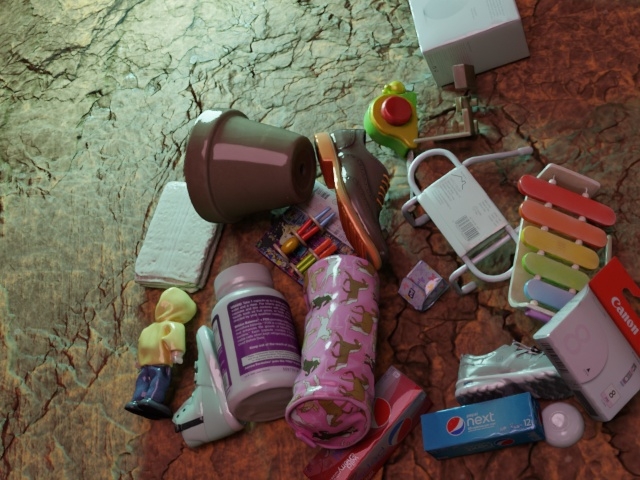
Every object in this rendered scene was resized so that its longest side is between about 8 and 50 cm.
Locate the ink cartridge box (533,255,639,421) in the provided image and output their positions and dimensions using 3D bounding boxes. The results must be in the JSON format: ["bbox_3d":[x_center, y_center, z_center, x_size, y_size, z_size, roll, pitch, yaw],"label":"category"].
[{"bbox_3d":[0.502,0.165,1.560,0.232,0.066,0.189,-39,97,-16],"label":"ink cartridge box"}]

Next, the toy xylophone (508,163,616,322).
[{"bbox_3d":[0.458,0.024,1.670,0.236,0.081,0.322,13,66,-14],"label":"toy xylophone"}]

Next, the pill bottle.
[{"bbox_3d":[-0.131,0.202,1.849,0.169,0.169,0.301,-23,56,11],"label":"pill bottle"}]

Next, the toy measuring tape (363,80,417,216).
[{"bbox_3d":[0.153,-0.211,1.992,0.121,0.121,0.330,-7,65,20],"label":"toy measuring tape"}]

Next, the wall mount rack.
[{"bbox_3d":[0.343,-0.062,1.823,0.304,0.130,0.350,-35,55,6],"label":"wall mount rack"}]

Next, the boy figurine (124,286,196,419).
[{"bbox_3d":[-0.346,0.242,1.968,0.177,0.092,0.285,-22,47,44],"label":"boy figurine"}]

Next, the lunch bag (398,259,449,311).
[{"bbox_3d":[0.206,0.094,1.833,0.083,0.053,0.071,-48,53,4],"label":"lunch bag"}]

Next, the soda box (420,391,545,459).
[{"bbox_3d":[0.292,0.337,1.634,0.210,0.067,0.071,-17,56,22],"label":"soda box"}]

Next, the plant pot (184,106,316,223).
[{"bbox_3d":[-0.138,-0.165,2.006,0.229,0.263,0.263,3,64,24],"label":"plant pot"}]

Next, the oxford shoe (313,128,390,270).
[{"bbox_3d":[0.093,-0.102,1.906,0.133,0.130,0.363,-16,59,-5],"label":"oxford shoe"}]

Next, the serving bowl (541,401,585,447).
[{"bbox_3d":[0.428,0.326,1.617,0.083,0.027,0.083,-11,59,19],"label":"serving bowl"}]

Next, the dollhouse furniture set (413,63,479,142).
[{"bbox_3d":[0.271,-0.298,1.971,0.123,0.144,0.151,-6,96,21],"label":"dollhouse furniture set"}]

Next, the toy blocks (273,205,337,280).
[{"bbox_3d":[-0.012,0.001,1.927,0.148,0.054,0.123,-42,54,-2],"label":"toy blocks"}]

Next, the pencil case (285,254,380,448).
[{"bbox_3d":[0.029,0.204,1.720,0.160,0.167,0.386,7,41,0],"label":"pencil case"}]

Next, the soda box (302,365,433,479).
[{"bbox_3d":[0.092,0.369,1.701,0.083,0.092,0.263,35,80,34],"label":"soda box"}]

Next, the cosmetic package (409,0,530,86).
[{"bbox_3d":[0.335,-0.504,2.063,0.225,0.138,0.224,-17,57,16],"label":"cosmetic package"}]

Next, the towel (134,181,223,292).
[{"bbox_3d":[-0.320,-0.012,2.130,0.187,0.049,0.282,5,64,25],"label":"towel"}]

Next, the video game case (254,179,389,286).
[{"bbox_3d":[0.000,0.000,1.983,0.232,0.042,0.210,36,80,35],"label":"video game case"}]

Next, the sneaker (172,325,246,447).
[{"bbox_3d":[-0.259,0.306,1.893,0.151,0.094,0.255,-28,54,11],"label":"sneaker"}]

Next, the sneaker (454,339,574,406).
[{"bbox_3d":[0.379,0.224,1.651,0.281,0.105,0.115,-10,52,15],"label":"sneaker"}]
